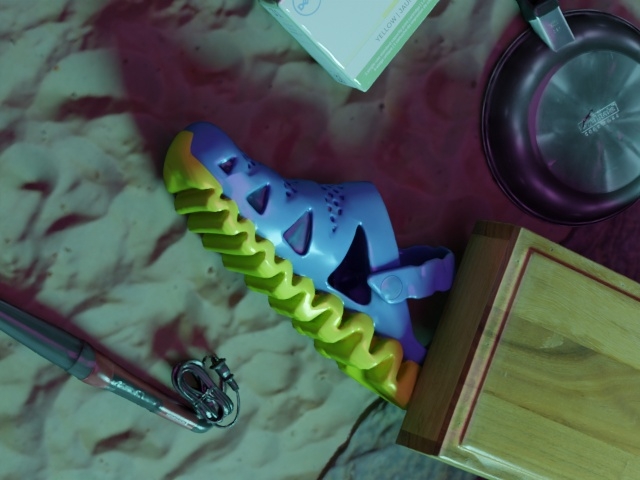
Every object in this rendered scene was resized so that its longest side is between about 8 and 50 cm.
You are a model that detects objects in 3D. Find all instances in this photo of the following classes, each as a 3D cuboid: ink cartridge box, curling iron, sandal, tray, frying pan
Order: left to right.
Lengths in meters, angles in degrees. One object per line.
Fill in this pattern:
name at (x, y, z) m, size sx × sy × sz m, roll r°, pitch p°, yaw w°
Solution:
curling iron at (-0.187, 0.090, 1.563) m, size 0.274 × 0.035 × 0.068 m, roll 24°, pitch 84°, yaw -21°
sandal at (0.000, 0.000, 1.579) m, size 0.317 × 0.126 × 0.138 m, roll 43°, pitch 81°, yaw -28°
ink cartridge box at (0.006, -0.262, 1.554) m, size 0.171 × 0.056 × 0.235 m, roll -51°, pitch 124°, yaw -7°
frying pan at (0.235, -0.171, 1.677) m, size 0.197 × 0.053 × 0.326 m, roll -8°, pitch 102°, yaw -19°
tray at (0.277, 0.151, 1.653) m, size 0.411 × 0.076 × 0.203 m, roll 24°, pitch 83°, yaw -29°
